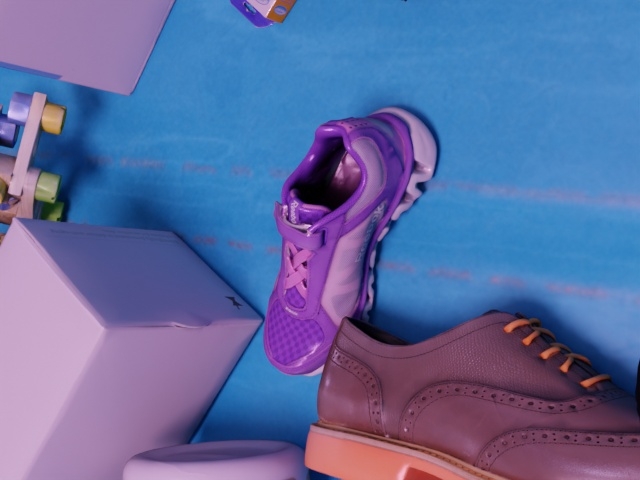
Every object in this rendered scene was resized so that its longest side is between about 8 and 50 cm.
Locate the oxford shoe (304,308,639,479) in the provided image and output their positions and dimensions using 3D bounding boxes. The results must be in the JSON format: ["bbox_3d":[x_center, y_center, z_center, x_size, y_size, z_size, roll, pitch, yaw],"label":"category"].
[{"bbox_3d":[0.145,0.111,0.605,0.364,0.130,0.133,0,80,33],"label":"oxford shoe"}]

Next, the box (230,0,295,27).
[{"bbox_3d":[-0.038,-0.260,0.810,0.081,0.028,0.136,46,110,27],"label":"box"}]

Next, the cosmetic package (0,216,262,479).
[{"bbox_3d":[-0.237,0.173,0.820,0.155,0.197,0.365,40,108,30],"label":"cosmetic package"}]

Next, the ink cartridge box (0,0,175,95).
[{"bbox_3d":[-0.294,-0.303,0.886,0.270,0.198,0.197,39,109,29],"label":"ink cartridge box"}]

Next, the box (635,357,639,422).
[{"bbox_3d":[0.377,-0.074,0.242,0.472,0.297,0.480,10,103,14],"label":"box"}]

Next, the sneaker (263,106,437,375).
[{"bbox_3d":[0.000,0.000,0.722,0.095,0.104,0.236,31,105,31],"label":"sneaker"}]

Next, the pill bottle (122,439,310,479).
[{"bbox_3d":[-0.079,0.302,0.727,0.153,0.153,0.264,-7,83,34],"label":"pill bottle"}]

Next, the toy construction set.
[{"bbox_3d":[-0.338,0.028,0.860,0.151,0.327,0.215,26,144,-4],"label":"toy construction set"}]
